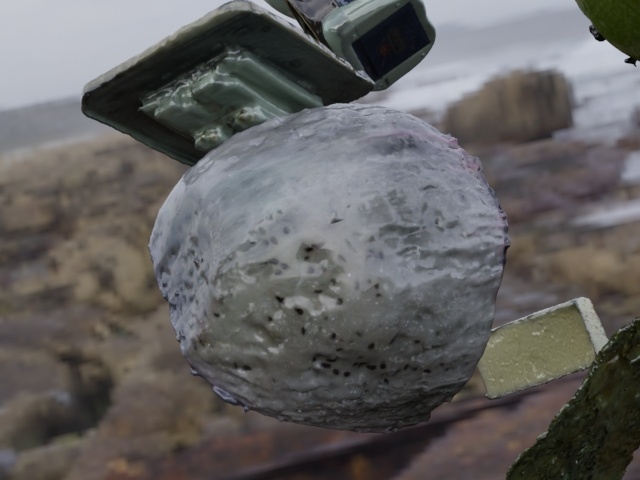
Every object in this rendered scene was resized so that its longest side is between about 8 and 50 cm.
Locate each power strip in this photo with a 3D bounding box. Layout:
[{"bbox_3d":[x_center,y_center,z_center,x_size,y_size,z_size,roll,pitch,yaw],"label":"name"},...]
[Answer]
[{"bbox_3d":[-0.077,-0.116,1.694,0.198,0.064,0.213,-28,-30,28],"label":"power strip"}]

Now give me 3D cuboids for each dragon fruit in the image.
[{"bbox_3d":[0.000,0.000,1.566,0.221,0.283,0.204,1,-42,-35],"label":"dragon fruit"}]

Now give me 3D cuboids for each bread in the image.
[{"bbox_3d":[0.210,0.105,1.845,0.154,0.068,0.028,-25,-5,43],"label":"bread"}]

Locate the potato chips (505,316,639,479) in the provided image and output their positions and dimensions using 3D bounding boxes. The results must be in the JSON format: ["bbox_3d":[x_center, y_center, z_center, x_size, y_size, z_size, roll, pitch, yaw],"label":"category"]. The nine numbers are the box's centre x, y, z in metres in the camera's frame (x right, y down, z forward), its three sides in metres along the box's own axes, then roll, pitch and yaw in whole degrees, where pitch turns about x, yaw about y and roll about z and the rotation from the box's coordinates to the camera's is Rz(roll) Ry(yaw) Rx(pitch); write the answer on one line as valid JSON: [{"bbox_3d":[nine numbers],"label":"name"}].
[{"bbox_3d":[0.201,0.140,1.364,0.209,0.142,0.026,-43,50,0],"label":"potato chips"}]

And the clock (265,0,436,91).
[{"bbox_3d":[0.015,-0.269,1.975,0.146,0.243,0.199,-36,-36,5],"label":"clock"}]

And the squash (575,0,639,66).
[{"bbox_3d":[0.257,-0.225,1.205,0.189,0.189,0.260,-13,-13,-10],"label":"squash"}]
